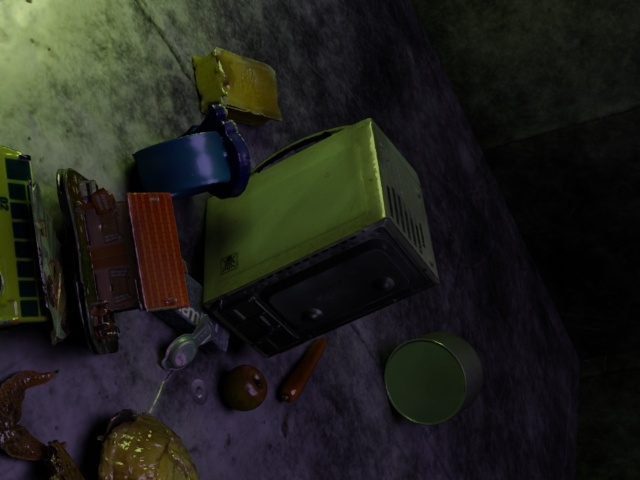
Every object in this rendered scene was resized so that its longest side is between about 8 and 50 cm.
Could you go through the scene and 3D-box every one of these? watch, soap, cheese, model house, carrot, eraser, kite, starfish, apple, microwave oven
[{"bbox_3d":[-0.247,-0.142,1.618,0.200,0.196,0.171,-18,83,-41],"label":"watch"},{"bbox_3d":[-0.178,-0.334,1.922,0.233,0.076,0.134,5,74,-61],"label":"soap"},{"bbox_3d":[-0.238,0.191,1.574,0.121,0.026,0.067,-42,134,-27],"label":"cheese"},{"bbox_3d":[-0.299,0.022,1.374,0.207,0.154,0.293,122,-43,-83],"label":"model house"},{"bbox_3d":[-0.033,0.281,1.931,0.043,0.043,0.248,66,28,-17],"label":"carrot"},{"bbox_3d":[-0.245,0.124,1.617,0.212,0.046,0.091,47,39,-41],"label":"eraser"},{"bbox_3d":[-0.379,0.045,1.277,0.322,0.013,0.267,85,-4,-47],"label":"kite"},{"bbox_3d":[-0.442,0.231,1.217,0.247,0.050,0.138,44,43,-61],"label":"starfish"},{"bbox_3d":[-0.146,0.285,1.689,0.089,0.075,0.089,37,44,-47],"label":"apple"},{"bbox_3d":[0.000,0.000,1.702,0.247,0.394,0.333,46,28,-42],"label":"microwave oven"}]

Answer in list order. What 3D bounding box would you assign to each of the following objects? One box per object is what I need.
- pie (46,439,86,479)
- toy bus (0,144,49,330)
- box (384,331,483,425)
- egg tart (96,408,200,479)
[{"bbox_3d":[-0.359,0.367,1.273,0.092,0.034,0.169,-113,-179,-60],"label":"pie"},{"bbox_3d":[-0.466,-0.004,1.198,0.150,0.128,0.262,6,74,-61],"label":"toy bus"},{"bbox_3d":[0.300,0.360,2.294,0.149,0.226,0.226,-5,81,-62],"label":"box"},{"bbox_3d":[-0.263,0.382,1.394,0.231,0.099,0.252,-81,152,-50],"label":"egg tart"}]
